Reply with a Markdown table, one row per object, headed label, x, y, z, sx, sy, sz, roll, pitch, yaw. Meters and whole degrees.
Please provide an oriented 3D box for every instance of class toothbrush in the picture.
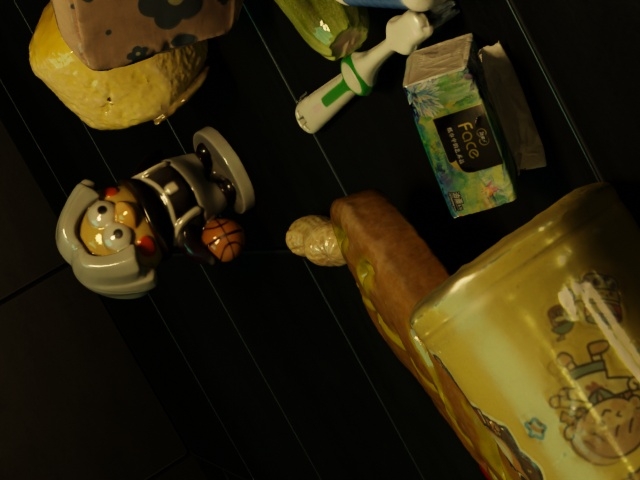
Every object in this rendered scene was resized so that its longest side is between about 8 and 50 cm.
| label | x | y | z | sx | sy | sz | roll | pitch | yaw |
| --- | --- | --- | --- | --- | --- | --- | --- | --- | --- |
| toothbrush | 0.030 | -0.142 | 1.278 | 0.042 | 0.040 | 0.418 | 58 | 163 | -2 |

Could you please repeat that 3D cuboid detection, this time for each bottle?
| label | x | y | z | sx | sy | sz | roll | pitch | yaw |
| --- | --- | --- | --- | --- | --- | --- | --- | --- | --- |
| bottle | 0.223 | 0.146 | 1.005 | 0.351 | 0.171 | 0.171 | 56 | 163 | 8 |

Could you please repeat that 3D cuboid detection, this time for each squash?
| label | x | y | z | sx | sy | sz | roll | pitch | yaw |
| --- | --- | --- | --- | --- | --- | --- | --- | --- | --- |
| squash | -0.029 | -0.233 | 1.224 | 0.229 | 0.066 | 0.066 | 55 | 164 | 35 |

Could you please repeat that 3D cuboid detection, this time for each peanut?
| label | x | y | z | sx | sy | sz | roll | pitch | yaw |
| --- | --- | --- | --- | --- | --- | --- | --- | --- | --- |
| peanut | 0.000 | 0.000 | 1.579 | 0.113 | 0.054 | 0.054 | 17 | 135 | 59 |

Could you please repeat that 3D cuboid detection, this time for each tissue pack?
| label | x | y | z | sx | sy | sz | roll | pitch | yaw |
| --- | --- | --- | --- | --- | --- | --- | --- | --- | --- |
| tissue pack | 0.115 | -0.088 | 1.083 | 0.085 | 0.079 | 0.111 | -74 | -36 | -64 |

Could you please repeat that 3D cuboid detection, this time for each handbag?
| label | x | y | z | sx | sy | sz | roll | pitch | yaw |
| --- | --- | --- | --- | --- | --- | --- | --- | --- | --- |
| handbag | -0.185 | -0.313 | 1.358 | 0.193 | 0.190 | 0.252 | 51 | 154 | 44 |

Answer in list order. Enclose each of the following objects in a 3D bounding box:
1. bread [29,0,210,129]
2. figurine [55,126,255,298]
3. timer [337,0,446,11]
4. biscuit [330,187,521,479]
| label | x | y | z | sx | sy | sz | roll | pitch | yaw |
| --- | --- | --- | --- | --- | --- | --- | --- | --- | --- |
| bread | -0.221 | -0.224 | 1.618 | 0.170 | 0.197 | 0.197 | 51 | 167 | -25 |
| figurine | -0.201 | -0.022 | 1.787 | 0.176 | 0.236 | 0.133 | 55 | 162 | 16 |
| timer | 0.008 | -0.283 | 1.040 | 0.178 | 0.078 | 0.253 | 21 | 140 | 64 |
| biscuit | 0.132 | 0.134 | 1.277 | 0.394 | 0.070 | 0.350 | 54 | 177 | 46 |
